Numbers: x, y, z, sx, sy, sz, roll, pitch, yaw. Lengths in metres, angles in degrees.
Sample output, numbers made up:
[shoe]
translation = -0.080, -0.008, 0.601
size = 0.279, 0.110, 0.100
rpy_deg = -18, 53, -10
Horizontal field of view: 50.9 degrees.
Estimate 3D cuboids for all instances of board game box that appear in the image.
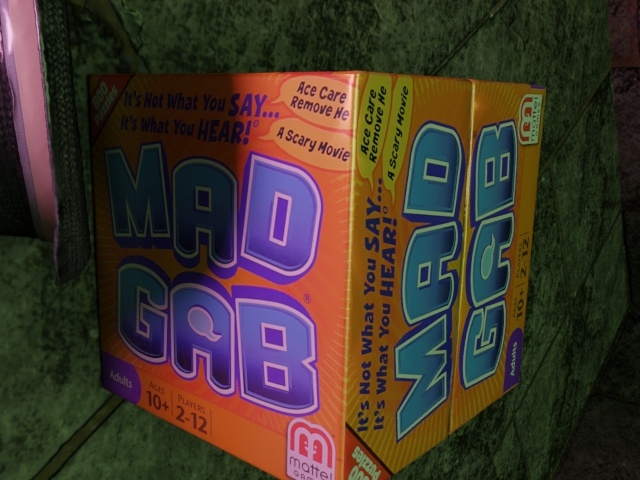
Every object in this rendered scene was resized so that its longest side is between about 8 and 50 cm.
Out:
[board game box]
translation = 0.000, 0.000, 0.756
size = 0.356, 0.356, 0.357
rpy_deg = -13, 108, -49

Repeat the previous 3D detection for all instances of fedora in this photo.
[fedora]
translation = -0.269, -0.125, 0.519
size = 0.152, 0.334, 0.334
rpy_deg = -6, 105, -19
